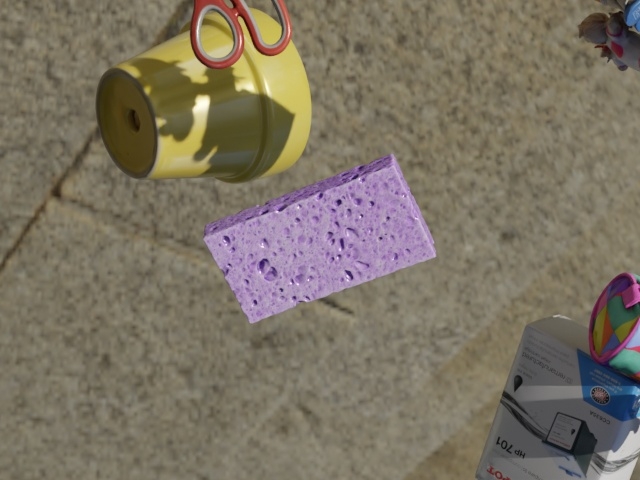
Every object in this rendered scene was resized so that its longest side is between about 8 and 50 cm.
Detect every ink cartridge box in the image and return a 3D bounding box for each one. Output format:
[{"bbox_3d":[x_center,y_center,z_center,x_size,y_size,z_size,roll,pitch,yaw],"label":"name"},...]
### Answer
[{"bbox_3d":[0.261,0.195,1.384,0.082,0.139,0.191,-6,118,-50],"label":"ink cartridge box"}]

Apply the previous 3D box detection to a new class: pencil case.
[{"bbox_3d":[0.381,0.111,1.293,0.236,0.104,0.104,19,128,-15],"label":"pencil case"}]

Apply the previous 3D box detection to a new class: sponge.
[{"bbox_3d":[0.000,0.000,1.343,0.210,0.031,0.117,-20,119,10],"label":"sponge"}]

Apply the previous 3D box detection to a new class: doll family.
[{"bbox_3d":[0.311,-0.261,1.329,0.118,0.163,0.263,-48,149,3],"label":"doll family"}]

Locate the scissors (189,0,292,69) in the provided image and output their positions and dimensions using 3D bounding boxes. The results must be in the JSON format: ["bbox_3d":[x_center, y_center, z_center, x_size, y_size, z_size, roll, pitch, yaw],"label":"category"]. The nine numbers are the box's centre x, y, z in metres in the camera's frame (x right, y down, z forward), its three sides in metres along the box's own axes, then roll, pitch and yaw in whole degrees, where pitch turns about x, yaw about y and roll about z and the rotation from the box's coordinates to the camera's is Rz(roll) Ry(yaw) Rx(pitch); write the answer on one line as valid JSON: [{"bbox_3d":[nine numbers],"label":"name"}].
[{"bbox_3d":[-0.134,-0.316,1.379,0.109,0.021,0.297,-27,90,-1],"label":"scissors"}]

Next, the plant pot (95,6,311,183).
[{"bbox_3d":[-0.181,-0.193,1.904,0.239,0.254,0.254,-20,144,-38],"label":"plant pot"}]
